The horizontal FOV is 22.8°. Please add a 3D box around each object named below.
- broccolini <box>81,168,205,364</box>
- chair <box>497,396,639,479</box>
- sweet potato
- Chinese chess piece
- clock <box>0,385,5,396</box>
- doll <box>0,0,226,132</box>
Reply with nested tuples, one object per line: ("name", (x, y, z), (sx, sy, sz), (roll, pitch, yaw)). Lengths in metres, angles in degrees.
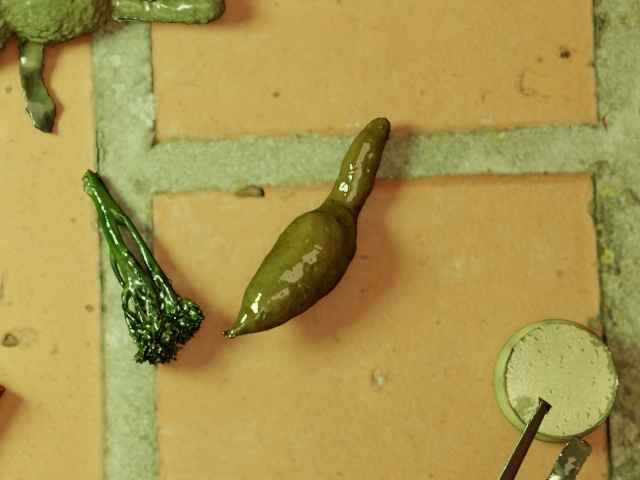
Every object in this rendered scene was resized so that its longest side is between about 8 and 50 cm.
("broccolini", (-0.178, 0.024, 1.525), (0.074, 0.058, 0.201), (-20, 72, -21))
("chair", (0.193, 0.334, 1.465), (0.183, 0.175, 0.326), (33, 95, -18))
("sweet potato", (0.002, -0.001, 1.525), (0.075, 0.075, 0.269), (35, 74, -3))
("Chinese chess piece", (0.230, 0.137, 1.549), (0.122, 0.051, 0.122), (0, 85, -4))
("clock", (-0.383, 0.176, 1.476), (0.113, 0.061, 0.155), (31, 85, -4))
("doll", (-0.249, -0.234, 1.507), (0.286, 0.091, 0.202), (-30, 123, 3))
